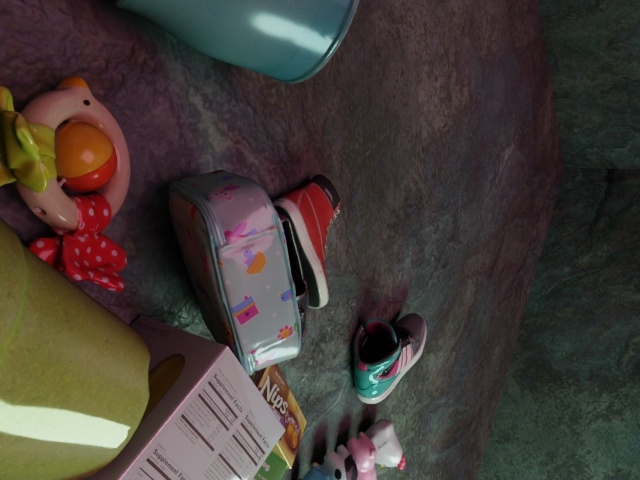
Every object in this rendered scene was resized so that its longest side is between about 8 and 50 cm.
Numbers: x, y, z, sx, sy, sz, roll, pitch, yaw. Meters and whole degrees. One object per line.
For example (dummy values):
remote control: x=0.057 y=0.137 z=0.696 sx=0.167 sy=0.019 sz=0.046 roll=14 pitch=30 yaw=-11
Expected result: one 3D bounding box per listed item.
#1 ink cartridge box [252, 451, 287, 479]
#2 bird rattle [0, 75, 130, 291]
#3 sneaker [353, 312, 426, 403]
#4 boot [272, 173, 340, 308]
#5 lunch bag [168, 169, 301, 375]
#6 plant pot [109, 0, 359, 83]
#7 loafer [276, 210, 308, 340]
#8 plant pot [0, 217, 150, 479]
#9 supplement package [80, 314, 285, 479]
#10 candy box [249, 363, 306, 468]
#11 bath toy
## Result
ink cartridge box: x=-0.162 y=0.406 z=0.721 sx=0.087 sy=0.153 sz=0.208 roll=45 pitch=48 yaw=-14
bird rattle: x=-0.283 y=-0.071 z=0.561 sx=0.253 sy=0.143 sz=0.206 roll=63 pitch=34 yaw=-42
sneaker: x=0.176 y=0.249 z=1.230 sx=0.295 sy=0.124 sz=0.178 roll=-46 pitch=140 yaw=-36
boot: x=0.000 y=0.000 z=0.974 sx=0.176 sy=0.088 sz=0.244 roll=-39 pitch=123 yaw=-44
lunch bag: x=-0.131 y=0.045 z=0.704 sx=0.108 sy=0.224 sz=0.279 roll=-21 pitch=115 yaw=-26
plant pot: x=-0.126 y=-0.360 z=0.612 sx=0.255 sy=0.272 sz=0.271 roll=-1 pitch=98 yaw=-37
loafer: x=-0.072 y=0.079 z=0.883 sx=0.109 sy=0.095 sz=0.302 roll=-40 pitch=127 yaw=-41
plant pot: x=-0.312 y=0.120 z=0.458 sx=0.276 sy=0.276 sz=0.254 roll=-66 pitch=148 yaw=-20
supplement package: x=-0.225 y=0.274 z=0.635 sx=0.262 sy=0.199 sz=0.198 roll=-51 pitch=133 yaw=-34
candy box: x=-0.093 y=0.318 z=0.901 sx=0.109 sy=0.053 sz=0.186 roll=-63 pitch=139 yaw=-55
bath toy: x=0.087 y=0.554 z=1.164 sx=0.348 sy=0.129 sz=0.151 roll=-8 pitch=137 yaw=-51
